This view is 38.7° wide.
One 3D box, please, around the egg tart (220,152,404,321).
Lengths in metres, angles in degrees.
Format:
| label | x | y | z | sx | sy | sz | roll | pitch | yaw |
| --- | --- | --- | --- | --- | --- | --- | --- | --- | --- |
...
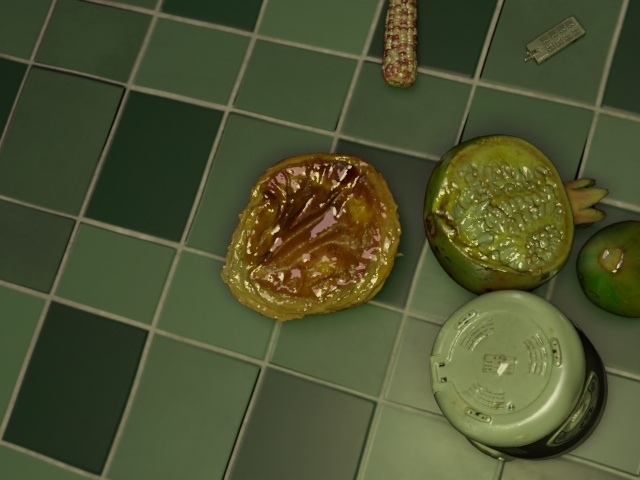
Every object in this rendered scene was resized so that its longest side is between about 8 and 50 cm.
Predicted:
| label | x | y | z | sx | sy | sz | roll | pitch | yaw |
| --- | --- | --- | --- | --- | --- | --- | --- | --- | --- |
| egg tart | 0.000 | 0.000 | 1.798 | 0.340 | 0.153 | 0.351 | 10 | 79 | 13 |

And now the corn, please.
| label | x | y | z | sx | sy | sz | roll | pitch | yaw |
| --- | --- | --- | --- | --- | --- | --- | --- | --- | --- |
| corn | 0.168 | -0.433 | 1.906 | 0.080 | 0.079 | 0.237 | 1 | 77 | 12 |

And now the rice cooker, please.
| label | x | y | z | sx | sy | sz | roll | pitch | yaw |
| --- | --- | --- | --- | --- | --- | --- | --- | --- | --- |
| rice cooker | 0.352 | 0.246 | 1.605 | 0.288 | 0.277 | 0.288 | -11 | 65 | 24 |

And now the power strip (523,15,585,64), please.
| label | x | y | z | sx | sy | sz | roll | pitch | yaw |
| --- | --- | --- | --- | --- | --- | --- | --- | --- | --- |
| power strip | 0.477 | -0.407 | 1.868 | 0.136 | 0.019 | 0.051 | -31 | 75 | 3 |

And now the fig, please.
| label | x | y | z | sx | sy | sz | roll | pitch | yaw |
| --- | --- | --- | --- | --- | --- | --- | --- | --- | --- |
| fig | 0.558 | 0.048 | 1.663 | 0.181 | 0.191 | 0.181 | -5 | 81 | 32 |

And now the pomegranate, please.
| label | x | y | z | sx | sy | sz | roll | pitch | yaw |
| --- | --- | --- | --- | --- | --- | --- | --- | --- | --- |
| pomegranate | 0.354 | -0.036 | 1.718 | 0.359 | 0.216 | 0.309 | -7 | 66 | -22 |
